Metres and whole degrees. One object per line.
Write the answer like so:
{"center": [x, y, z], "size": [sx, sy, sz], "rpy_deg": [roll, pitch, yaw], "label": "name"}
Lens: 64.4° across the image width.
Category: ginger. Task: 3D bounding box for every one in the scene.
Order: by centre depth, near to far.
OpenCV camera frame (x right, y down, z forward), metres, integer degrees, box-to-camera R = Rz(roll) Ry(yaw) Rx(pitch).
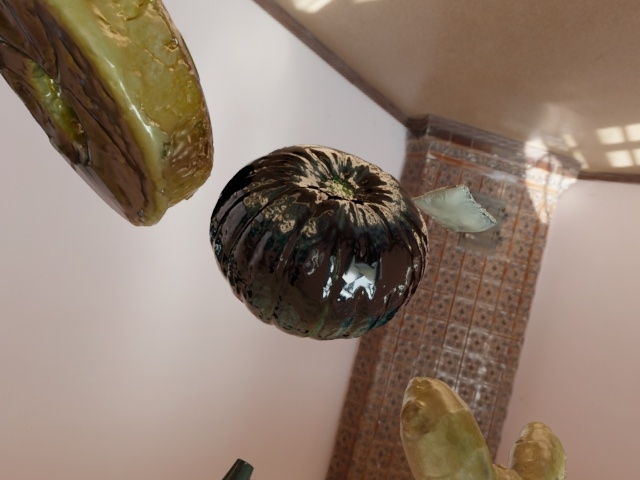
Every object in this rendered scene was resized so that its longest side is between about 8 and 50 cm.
{"center": [0.220, 0.370, 0.618], "size": [0.122, 0.348, 0.363], "rpy_deg": [-18, 142, 32], "label": "ginger"}

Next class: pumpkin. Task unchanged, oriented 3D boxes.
{"center": [0.000, 0.000, 0.459], "size": [0.202, 0.140, 0.202], "rpy_deg": [13, -142, -10], "label": "pumpkin"}

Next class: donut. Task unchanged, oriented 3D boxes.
{"center": [-0.250, -0.182, 0.594], "size": [0.330, 0.160, 0.330], "rpy_deg": [27, 141, 25], "label": "donut"}

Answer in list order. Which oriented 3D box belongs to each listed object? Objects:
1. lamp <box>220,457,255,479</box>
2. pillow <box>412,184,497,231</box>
{"center": [-0.067, 0.274, 0.555], "size": [0.041, 0.054, 0.121], "rpy_deg": [4, 139, 35], "label": "lamp"}
{"center": [0.310, -0.066, 1.161], "size": [0.128, 0.050, 0.229], "rpy_deg": [-10, 156, 34], "label": "pillow"}
